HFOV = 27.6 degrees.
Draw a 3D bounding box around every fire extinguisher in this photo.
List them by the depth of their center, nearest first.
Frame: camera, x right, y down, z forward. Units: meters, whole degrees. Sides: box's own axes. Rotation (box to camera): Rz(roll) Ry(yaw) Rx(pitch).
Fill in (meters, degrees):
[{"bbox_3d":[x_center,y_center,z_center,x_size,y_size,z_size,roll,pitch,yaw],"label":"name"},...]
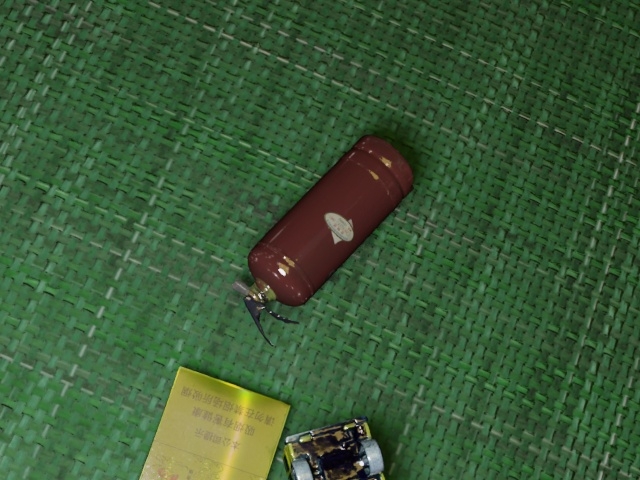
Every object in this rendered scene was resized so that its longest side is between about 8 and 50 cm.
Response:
[{"bbox_3d":[0.000,0.000,1.917,0.135,0.114,0.337,37,71,25],"label":"fire extinguisher"}]

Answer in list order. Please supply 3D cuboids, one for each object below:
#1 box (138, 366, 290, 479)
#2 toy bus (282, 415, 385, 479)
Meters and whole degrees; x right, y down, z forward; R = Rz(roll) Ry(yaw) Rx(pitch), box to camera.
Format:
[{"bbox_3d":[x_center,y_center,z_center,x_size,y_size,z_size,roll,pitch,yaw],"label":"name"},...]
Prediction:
[{"bbox_3d":[-0.170,0.351,1.829,0.173,0.043,0.311,20,73,-3],"label":"box"},{"bbox_3d":[0.040,0.391,1.796,0.128,0.150,0.262,-14,72,-12],"label":"toy bus"}]
